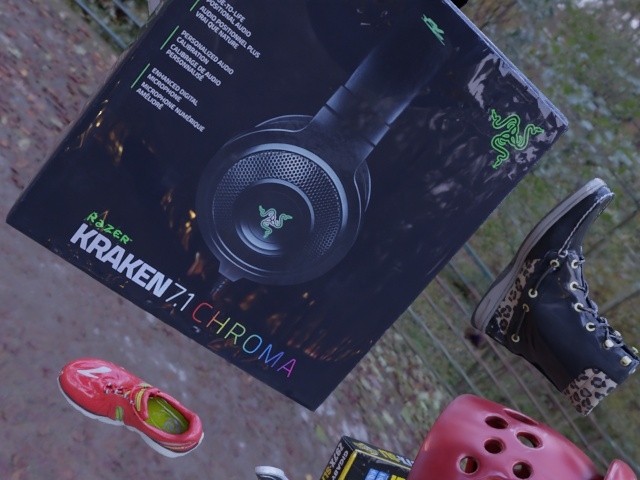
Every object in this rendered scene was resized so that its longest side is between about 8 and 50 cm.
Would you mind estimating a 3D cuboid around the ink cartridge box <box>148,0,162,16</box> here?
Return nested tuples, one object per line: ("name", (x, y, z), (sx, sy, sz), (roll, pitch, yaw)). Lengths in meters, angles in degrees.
("ink cartridge box", (-0.114, -0.282, 1.032), (0.273, 0.196, 0.114), (23, 42, 26))

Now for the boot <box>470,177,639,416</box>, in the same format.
("boot", (0.300, 0.067, 0.787), (0.085, 0.236, 0.178), (-9, 47, -50))

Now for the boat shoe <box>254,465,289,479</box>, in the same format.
("boat shoe", (-0.091, 0.473, 1.350), (0.142, 0.049, 0.040), (64, 25, -54))

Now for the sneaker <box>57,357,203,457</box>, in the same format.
("sneaker", (-0.327, 0.278, 1.226), (0.279, 0.118, 0.107), (28, 55, -5))

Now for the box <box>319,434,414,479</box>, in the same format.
("box", (0.127, 0.573, 1.436), (0.322, 0.257, 0.079), (27, -1, -24))

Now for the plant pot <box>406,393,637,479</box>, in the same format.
("plant pot", (0.181, 0.258, 0.629), (0.174, 0.191, 0.191), (17, 0, 29))

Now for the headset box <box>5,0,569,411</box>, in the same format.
("headset box", (-0.014, -0.071, 0.476), (0.246, 0.283, 0.131), (38, 9, -23))
